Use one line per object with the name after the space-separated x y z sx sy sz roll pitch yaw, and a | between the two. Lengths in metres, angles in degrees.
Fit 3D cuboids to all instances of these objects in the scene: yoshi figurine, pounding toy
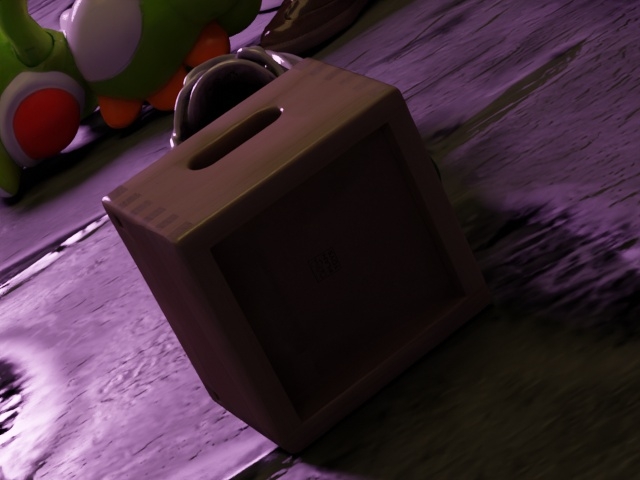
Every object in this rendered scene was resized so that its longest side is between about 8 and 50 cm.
-0.226 -0.170 1.466 0.362 0.203 0.203 -24 12 11 | yoshi figurine
0.000 0.000 0.757 0.141 0.130 0.100 -36 30 -18 | pounding toy

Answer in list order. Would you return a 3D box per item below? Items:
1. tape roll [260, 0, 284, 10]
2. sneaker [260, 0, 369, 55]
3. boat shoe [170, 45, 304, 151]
0.022 -0.315 1.608 0.286 0.100 0.286 -28 18 10 | tape roll
0.007 -0.206 1.375 0.066 0.071 0.188 -9 27 49 | sneaker
-0.039 -0.060 0.976 0.096 0.088 0.267 -20 26 11 | boat shoe
